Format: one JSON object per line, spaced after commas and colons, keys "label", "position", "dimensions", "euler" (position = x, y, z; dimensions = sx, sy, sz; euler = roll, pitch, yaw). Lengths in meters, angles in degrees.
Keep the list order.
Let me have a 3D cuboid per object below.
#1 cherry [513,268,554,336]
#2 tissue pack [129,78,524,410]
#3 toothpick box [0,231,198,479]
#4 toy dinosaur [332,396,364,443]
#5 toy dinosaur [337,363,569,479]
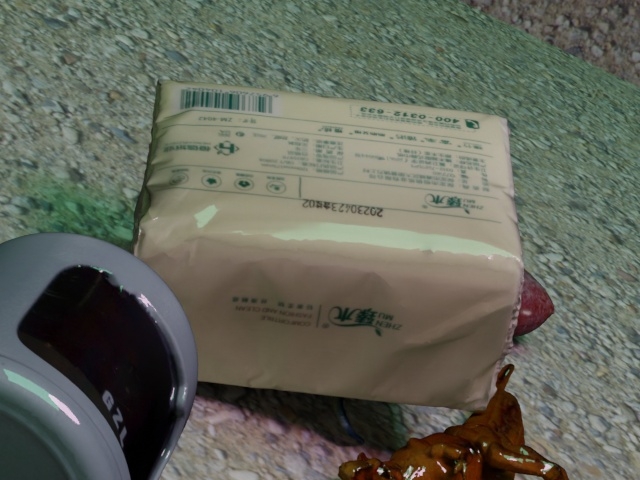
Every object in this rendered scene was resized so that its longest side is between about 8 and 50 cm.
{"label": "cherry", "position": [0.173, 0.050, 2.257], "dimensions": [0.225, 0.090, 0.107], "euler": [23, 34, 9]}
{"label": "tissue pack", "position": [0.000, 0.000, 1.875], "dimensions": [0.380, 0.207, 0.297], "euler": [7, 37, -3]}
{"label": "toothpick box", "position": [-0.238, 0.134, 1.472], "dimensions": [0.263, 0.263, 0.354], "euler": [28, 23, -1]}
{"label": "toy dinosaur", "position": [0.060, 0.107, 2.021], "dimensions": [0.147, 0.076, 0.363], "euler": [36, 24, 14]}
{"label": "toy dinosaur", "position": [0.174, 0.230, 1.883], "dimensions": [0.208, 0.097, 0.432], "euler": [28, 18, 25]}
